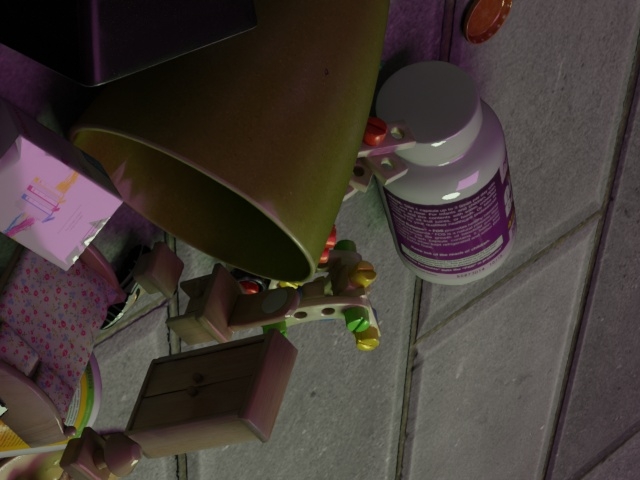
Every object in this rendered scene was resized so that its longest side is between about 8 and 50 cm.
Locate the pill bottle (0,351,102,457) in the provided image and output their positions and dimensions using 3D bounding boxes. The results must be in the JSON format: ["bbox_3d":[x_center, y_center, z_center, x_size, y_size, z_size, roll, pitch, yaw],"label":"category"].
[{"bbox_3d":[-0.350,0.154,1.612,0.246,0.136,0.136,2,122,-54],"label":"pill bottle"}]

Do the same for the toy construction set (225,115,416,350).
[{"bbox_3d":[0.000,0.000,1.873,0.215,0.151,0.327,4,130,-13],"label":"toy construction set"}]

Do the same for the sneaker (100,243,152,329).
[{"bbox_3d":[-0.213,0.057,1.792,0.109,0.040,0.044,-52,152,3],"label":"sneaker"}]

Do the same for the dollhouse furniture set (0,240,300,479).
[{"bbox_3d":[-0.195,0.053,1.594,0.355,0.174,0.303,50,42,-33],"label":"dollhouse furniture set"}]

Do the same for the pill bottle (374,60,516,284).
[{"bbox_3d":[0.153,-0.085,2.004,0.169,0.169,0.301,-43,150,-15],"label":"pill bottle"}]

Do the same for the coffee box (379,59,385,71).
[{"bbox_3d":[-0.010,-0.186,1.800,0.113,0.040,0.184,-56,150,8],"label":"coffee box"}]

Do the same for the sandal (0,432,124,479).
[{"bbox_3d":[-0.288,0.287,1.903,0.240,0.079,0.088,-6,128,-51],"label":"sandal"}]

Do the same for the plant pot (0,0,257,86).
[{"bbox_3d":[-0.182,-0.258,1.359,0.187,0.188,0.167,-27,130,-36],"label":"plant pot"}]

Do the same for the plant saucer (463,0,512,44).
[{"bbox_3d":[0.209,-0.286,2.016,0.083,0.013,0.083,-33,146,-27],"label":"plant saucer"}]

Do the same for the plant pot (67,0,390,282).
[{"bbox_3d":[-0.059,-0.154,1.590,0.293,0.275,0.275,-61,153,-16],"label":"plant pot"}]

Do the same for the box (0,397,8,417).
[{"bbox_3d":[-0.435,0.186,1.306,0.307,0.076,0.242,-46,150,-8],"label":"box"}]

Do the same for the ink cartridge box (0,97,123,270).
[{"bbox_3d":[-0.274,-0.057,1.491,0.143,0.092,0.090,34,99,-32],"label":"ink cartridge box"}]
